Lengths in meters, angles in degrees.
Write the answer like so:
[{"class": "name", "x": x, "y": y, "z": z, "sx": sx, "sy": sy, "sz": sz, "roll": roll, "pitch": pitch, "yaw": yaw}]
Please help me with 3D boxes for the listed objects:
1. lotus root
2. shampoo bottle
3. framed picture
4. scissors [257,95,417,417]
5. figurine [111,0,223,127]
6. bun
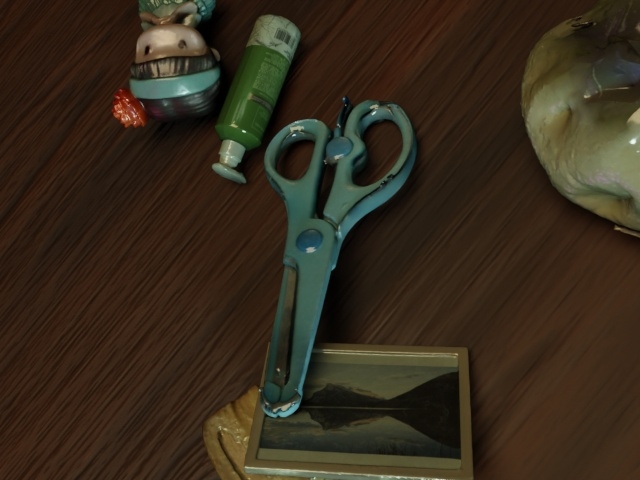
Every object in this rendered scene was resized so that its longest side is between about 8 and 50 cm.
[{"class": "lotus root", "x": -0.032, "y": 0.207, "z": 0.745, "sx": 0.135, "sy": 0.095, "sz": 0.159, "roll": 34, "pitch": 50, "yaw": 31}, {"class": "shampoo bottle", "x": -0.082, "y": -0.171, "z": 0.924, "sx": 0.065, "sy": 0.065, "sz": 0.204, "roll": 12, "pitch": 76, "yaw": 26}, {"class": "framed picture", "x": 0.039, "y": 0.158, "z": 0.715, "sx": 0.203, "sy": 0.015, "sz": 0.150, "roll": 2, "pitch": 42, "yaw": 8}, {"class": "scissors", "x": 0.000, "y": 0.000, "z": 0.797, "sx": 0.180, "sy": 0.032, "sz": 0.392, "roll": -3, "pitch": 55, "yaw": 23}, {"class": "figurine", "x": -0.194, "y": -0.258, "z": 0.980, "sx": 0.138, "sy": 0.110, "sz": 0.245, "roll": -14, "pitch": 62, "yaw": 20}, {"class": "bun", "x": 0.318, "y": -0.139, "z": 0.686, "sx": 0.273, "sy": 0.168, "sz": 0.272, "roll": -11, "pitch": 60, "yaw": 20}]
